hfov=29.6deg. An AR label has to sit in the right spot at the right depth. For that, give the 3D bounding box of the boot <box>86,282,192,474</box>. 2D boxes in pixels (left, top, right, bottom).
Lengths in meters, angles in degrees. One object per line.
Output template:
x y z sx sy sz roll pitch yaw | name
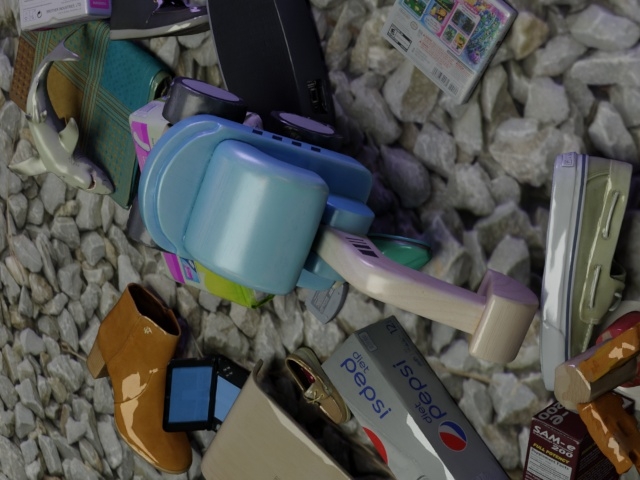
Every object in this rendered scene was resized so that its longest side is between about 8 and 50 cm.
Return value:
-0.282 0.234 2.061 0.295 0.104 0.211 50 128 18 | boot

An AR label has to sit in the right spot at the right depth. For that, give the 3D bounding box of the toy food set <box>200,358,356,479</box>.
-0.039 0.363 1.896 0.306 0.092 0.219 42 124 19 | toy food set

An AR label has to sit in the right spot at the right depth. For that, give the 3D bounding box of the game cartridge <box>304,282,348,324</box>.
0.010 0.082 1.794 0.056 0.017 0.083 47 131 27 | game cartridge

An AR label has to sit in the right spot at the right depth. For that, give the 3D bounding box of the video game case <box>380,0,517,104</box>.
0.159 -0.275 1.534 0.157 0.019 0.143 46 130 24 | video game case

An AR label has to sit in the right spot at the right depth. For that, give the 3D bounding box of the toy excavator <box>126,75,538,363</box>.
0.000 0.000 1.508 0.222 0.433 0.445 -69 23 14 | toy excavator

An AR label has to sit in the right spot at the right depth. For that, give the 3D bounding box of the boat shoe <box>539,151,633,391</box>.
0.313 0.045 1.433 0.094 0.109 0.302 5 112 14 | boat shoe

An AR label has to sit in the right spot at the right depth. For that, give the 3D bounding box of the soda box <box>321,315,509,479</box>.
0.128 0.253 1.685 0.286 0.091 0.098 55 133 15 | soda box

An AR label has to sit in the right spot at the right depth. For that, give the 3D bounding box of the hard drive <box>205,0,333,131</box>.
-0.080 -0.272 1.734 0.172 0.054 0.254 -11 96 45 | hard drive

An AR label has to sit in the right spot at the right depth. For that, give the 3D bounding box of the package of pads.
-0.161 -0.058 1.809 0.229 0.101 0.296 15 126 45 | package of pads

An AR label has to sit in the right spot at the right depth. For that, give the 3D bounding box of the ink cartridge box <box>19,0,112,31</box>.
-0.423 -0.505 1.957 0.186 0.065 0.311 -1 97 42 | ink cartridge box

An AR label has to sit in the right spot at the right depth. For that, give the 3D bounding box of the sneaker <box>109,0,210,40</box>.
-0.249 -0.369 1.843 0.222 0.083 0.118 3 100 40 | sneaker

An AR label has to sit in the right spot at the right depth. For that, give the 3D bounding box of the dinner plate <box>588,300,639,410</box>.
0.380 0.142 1.464 0.141 0.017 0.141 14 113 38 | dinner plate

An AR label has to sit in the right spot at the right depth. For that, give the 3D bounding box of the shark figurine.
-0.439 -0.212 2.017 0.166 0.116 0.278 -3 111 12 | shark figurine

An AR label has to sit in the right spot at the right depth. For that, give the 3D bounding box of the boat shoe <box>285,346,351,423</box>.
-0.007 0.226 1.836 0.135 0.045 0.050 52 132 18 | boat shoe

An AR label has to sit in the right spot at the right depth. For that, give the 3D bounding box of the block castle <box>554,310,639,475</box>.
0.491 0.227 1.256 0.453 0.213 0.303 58 137 15 | block castle

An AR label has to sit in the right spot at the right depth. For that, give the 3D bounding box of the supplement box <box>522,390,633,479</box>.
0.308 0.308 1.498 0.073 0.130 0.239 25 122 36 | supplement box

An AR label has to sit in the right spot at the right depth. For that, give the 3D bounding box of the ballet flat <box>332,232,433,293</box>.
0.052 0.031 1.683 0.247 0.083 0.087 10 77 46 | ballet flat

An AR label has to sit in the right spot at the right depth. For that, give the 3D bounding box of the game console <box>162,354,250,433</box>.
-0.185 0.269 1.991 0.124 0.085 0.144 26 121 35 | game console

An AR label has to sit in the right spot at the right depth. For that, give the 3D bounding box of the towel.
-0.399 -0.262 2.054 0.370 0.040 0.271 41 127 29 | towel
